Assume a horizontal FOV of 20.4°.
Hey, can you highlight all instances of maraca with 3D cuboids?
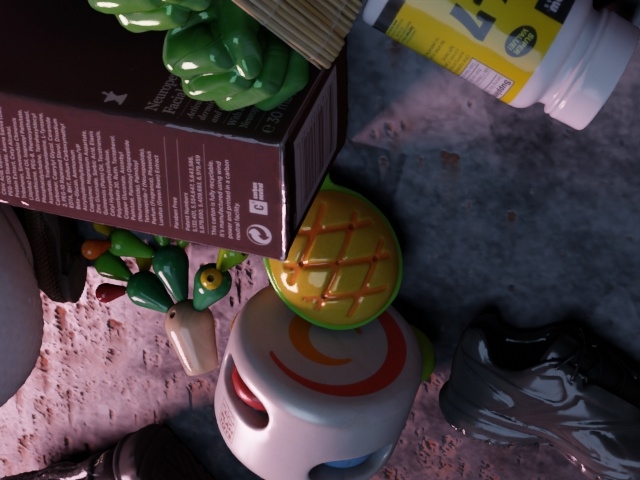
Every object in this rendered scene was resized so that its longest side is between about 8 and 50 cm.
[{"bbox_3d":[0.000,0.000,1.701,0.127,0.099,0.185,-38,98,-5],"label":"maraca"}]

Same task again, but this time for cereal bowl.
[{"bbox_3d":[-0.395,0.012,1.808,0.339,0.141,0.339,36,148,27],"label":"cereal bowl"}]

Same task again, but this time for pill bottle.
[{"bbox_3d":[0.150,-0.184,1.474,0.208,0.119,0.119,29,133,-3],"label":"pill bottle"}]

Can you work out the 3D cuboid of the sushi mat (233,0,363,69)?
[{"bbox_3d":[-0.051,-0.260,1.348,0.019,0.151,0.316,16,169,38],"label":"sushi mat"}]

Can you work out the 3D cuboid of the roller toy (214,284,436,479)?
[{"bbox_3d":[-0.007,0.145,1.761,0.209,0.191,0.146,22,133,5],"label":"roller toy"}]

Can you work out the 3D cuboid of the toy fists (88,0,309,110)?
[{"bbox_3d":[-0.094,-0.205,1.409,0.096,0.142,0.279,10,159,37],"label":"toy fists"}]

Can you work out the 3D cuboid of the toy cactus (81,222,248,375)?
[{"bbox_3d":[-0.145,0.048,1.776,0.219,0.112,0.180,-11,100,33],"label":"toy cactus"}]

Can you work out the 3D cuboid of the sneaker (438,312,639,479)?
[{"bbox_3d":[0.257,0.152,1.723,0.286,0.109,0.130,13,125,10],"label":"sneaker"}]

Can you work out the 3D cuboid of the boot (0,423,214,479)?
[{"bbox_3d":[-0.209,0.382,2.079,0.260,0.131,0.348,-27,104,29],"label":"boot"}]

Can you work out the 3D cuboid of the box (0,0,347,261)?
[{"bbox_3d":[-0.182,-0.122,1.617,0.381,0.191,0.143,10,130,13],"label":"box"}]

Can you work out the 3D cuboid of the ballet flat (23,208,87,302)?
[{"bbox_3d":[-0.285,-0.033,1.810,0.058,0.084,0.250,9,136,14],"label":"ballet flat"}]
